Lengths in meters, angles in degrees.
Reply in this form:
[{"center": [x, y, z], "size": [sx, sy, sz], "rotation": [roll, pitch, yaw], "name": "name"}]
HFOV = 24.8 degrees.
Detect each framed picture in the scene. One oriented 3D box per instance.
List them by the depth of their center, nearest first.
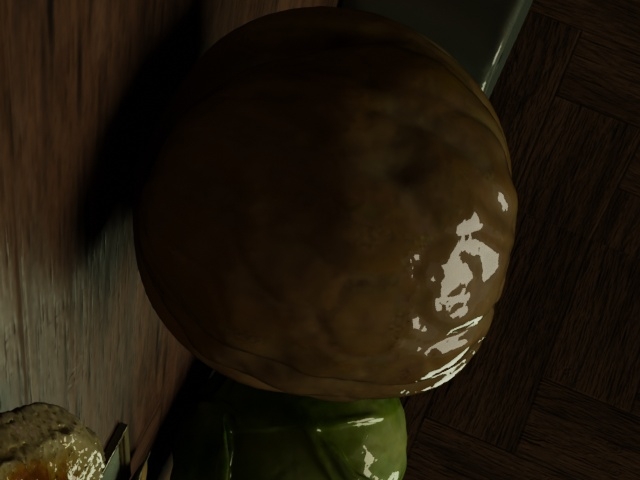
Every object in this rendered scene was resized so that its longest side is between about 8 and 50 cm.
[{"center": [-0.221, 0.275, 1.318], "size": [0.136, 0.010, 0.201], "rotation": [102, 12, -61], "name": "framed picture"}]

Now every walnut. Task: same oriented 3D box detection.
[{"center": [0.003, -0.019, 1.016], "size": [0.296, 0.285, 0.285], "rotation": [-100, -150, -74], "name": "walnut"}]

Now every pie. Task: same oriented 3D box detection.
[{"center": [-0.199, 0.195, 0.884], "size": [0.205, 0.084, 0.179], "rotation": [-33, 144, -74], "name": "pie"}]

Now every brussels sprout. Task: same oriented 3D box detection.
[{"center": [-0.034, 0.233, 1.621], "size": [0.294, 0.259, 0.227], "rotation": [-70, 147, -62], "name": "brussels sprout"}]

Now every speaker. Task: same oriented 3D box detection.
[{"center": [0.164, -0.322, 1.694], "size": [0.183, 0.184, 0.406], "rotation": [103, 11, -54], "name": "speaker"}]

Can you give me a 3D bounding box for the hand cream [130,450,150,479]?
[{"center": [-0.197, 0.295, 1.415], "size": [0.076, 0.047, 0.174], "rotation": [-99, -153, -83], "name": "hand cream"}]
